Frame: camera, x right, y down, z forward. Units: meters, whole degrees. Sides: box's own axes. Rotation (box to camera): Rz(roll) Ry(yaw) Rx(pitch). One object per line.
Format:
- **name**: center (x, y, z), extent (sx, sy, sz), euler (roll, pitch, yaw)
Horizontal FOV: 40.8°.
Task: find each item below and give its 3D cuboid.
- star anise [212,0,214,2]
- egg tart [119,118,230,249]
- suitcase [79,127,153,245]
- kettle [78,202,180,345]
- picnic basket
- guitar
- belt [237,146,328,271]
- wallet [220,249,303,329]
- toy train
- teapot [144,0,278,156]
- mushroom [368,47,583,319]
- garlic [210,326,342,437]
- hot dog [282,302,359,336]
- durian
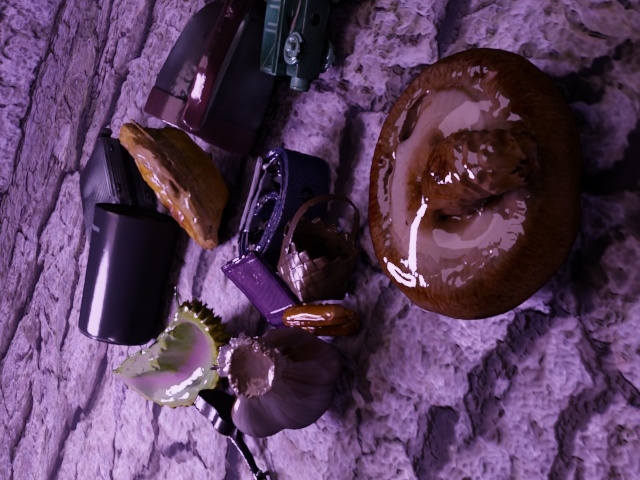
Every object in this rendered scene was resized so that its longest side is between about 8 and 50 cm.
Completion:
- **star anise**: center (-0.178, -0.561, 1.933), extent (0.180, 0.061, 0.205), euler (15, 90, 61)
- **egg tart**: center (-0.299, -0.136, 1.839), extent (0.129, 0.341, 0.341), euler (-41, 35, -11)
- **suitcase**: center (-0.547, -0.129, 2.283), extent (0.202, 0.128, 0.312), euler (-51, 43, 35)
- **kettle**: center (-0.483, 0.072, 2.050), extent (0.262, 0.203, 0.308), euler (17, 98, 30)
- **picnic basket**: center (0.000, 0.000, 1.445), extent (0.138, 0.128, 0.178), euler (50, 138, 46)
- **guitar**: center (-0.154, 0.373, 1.619), extent (0.271, 0.084, 0.038), euler (45, 115, 44)
- **belt**: center (-0.079, -0.055, 1.582), extent (0.139, 0.126, 0.230), euler (28, 105, 53)
- **wallet**: center (-0.098, 0.092, 1.555), extent (0.111, 0.166, 0.030), euler (-23, 23, 52)
- **toy train**: center (-0.026, -0.415, 1.612), extent (0.154, 0.115, 0.269), euler (32, 118, 58)
- **teapot**: center (-0.197, -0.353, 1.718), extent (0.315, 0.233, 0.312), euler (-96, 29, -83)
- **mushroom**: center (0.197, -0.067, 1.130), extent (0.345, 0.239, 0.345), euler (-43, 27, 29)
- **garlic**: center (-0.096, 0.203, 1.444), extent (0.256, 0.207, 0.207), euler (40, 114, 46)
- **hot dog**: center (0.001, 0.134, 1.456), extent (0.165, 0.071, 0.045), euler (-9, 48, 51)
- **durian**: center (-0.288, 0.240, 1.760), extent (0.355, 0.169, 0.157), euler (-46, 43, 40)
